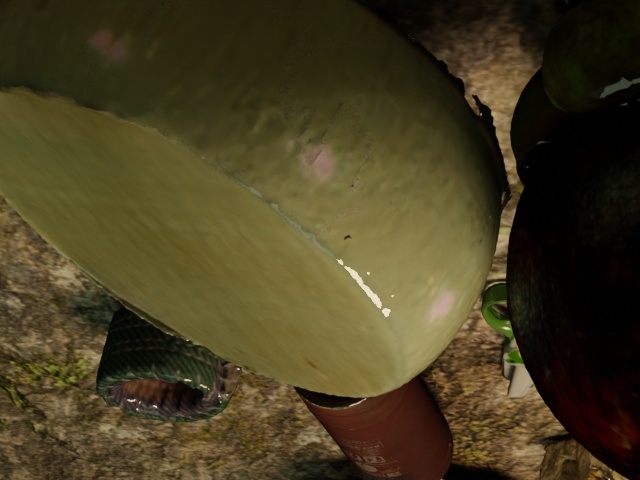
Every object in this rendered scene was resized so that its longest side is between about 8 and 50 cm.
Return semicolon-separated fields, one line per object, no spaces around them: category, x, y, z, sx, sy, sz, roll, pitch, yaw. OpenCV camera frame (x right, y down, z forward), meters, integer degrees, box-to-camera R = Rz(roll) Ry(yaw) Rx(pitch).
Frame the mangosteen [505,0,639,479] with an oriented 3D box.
mangosteen;0.247;-0.021;0.951;0.306;0.359;0.306;-19;168;-4

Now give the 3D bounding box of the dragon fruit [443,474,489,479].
dragon fruit;0.120;0.369;1.829;0.250;0.250;0.315;30;132;-33

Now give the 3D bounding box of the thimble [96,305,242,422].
thimble;-0.141;0.111;1.554;0.118;0.090;0.135;28;149;-33

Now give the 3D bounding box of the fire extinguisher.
fire extinguisher;0.053;0.168;1.598;0.138;0.102;0.344;36;168;30

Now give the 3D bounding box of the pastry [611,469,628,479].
pastry;0.349;0.151;1.390;0.089;0.121;0.258;29;151;-22

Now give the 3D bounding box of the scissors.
scissors;0.180;0.091;1.448;0.101;0.027;0.204;12;153;3

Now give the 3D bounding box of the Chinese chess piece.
Chinese chess piece;-0.055;-0.047;1.034;0.349;0.146;0.349;27;158;12

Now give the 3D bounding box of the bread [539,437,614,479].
bread;0.268;0.237;1.657;0.070;0.077;0.083;25;153;-32
